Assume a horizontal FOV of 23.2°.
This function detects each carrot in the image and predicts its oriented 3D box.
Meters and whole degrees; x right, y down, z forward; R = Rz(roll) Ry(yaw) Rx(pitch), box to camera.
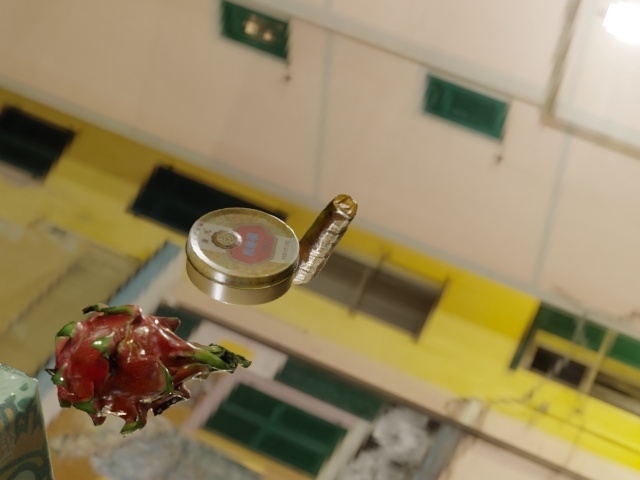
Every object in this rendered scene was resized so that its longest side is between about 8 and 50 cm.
[{"bbox_3d":[0.000,0.000,1.643,0.042,0.042,0.171,-56,1,-34],"label":"carrot"}]

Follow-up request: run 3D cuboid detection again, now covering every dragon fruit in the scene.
[{"bbox_3d":[-0.200,0.147,1.812,0.137,0.235,0.135,-79,-2,-52],"label":"dragon fruit"}]

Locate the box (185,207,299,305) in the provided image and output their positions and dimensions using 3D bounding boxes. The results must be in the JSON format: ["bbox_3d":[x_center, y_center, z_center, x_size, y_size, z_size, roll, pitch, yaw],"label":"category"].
[{"bbox_3d":[-0.072,0.015,1.432,0.105,0.105,0.037,-48,-25,-48],"label":"box"}]

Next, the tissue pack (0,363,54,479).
[{"bbox_3d":[-0.479,0.350,2.144,0.228,0.128,0.311,-37,-44,-44],"label":"tissue pack"}]
